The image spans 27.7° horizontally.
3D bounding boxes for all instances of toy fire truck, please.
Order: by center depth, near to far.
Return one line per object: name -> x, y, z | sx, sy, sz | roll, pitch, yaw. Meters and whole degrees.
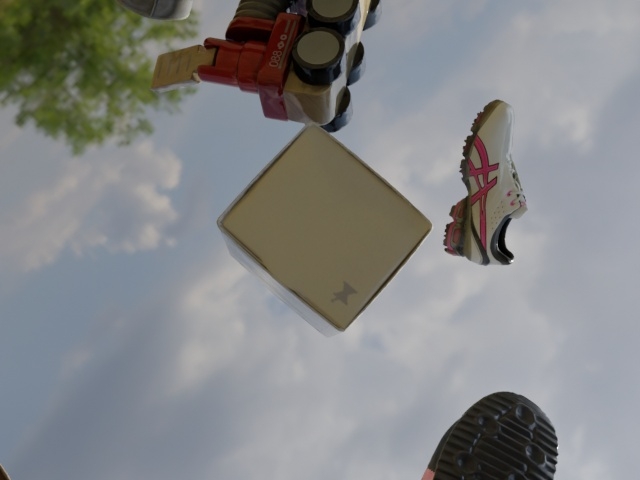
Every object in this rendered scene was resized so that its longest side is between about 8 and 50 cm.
toy fire truck -> -0.070, -0.233, 1.427 | 0.158, 0.246, 0.217 | 80, 23, -61

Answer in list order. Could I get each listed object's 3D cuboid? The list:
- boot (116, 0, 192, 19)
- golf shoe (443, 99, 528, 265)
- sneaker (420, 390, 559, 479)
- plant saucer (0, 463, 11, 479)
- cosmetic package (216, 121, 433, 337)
boot -> -0.129, -0.308, 1.362 | 0.076, 0.190, 0.208 | -63, 177, -45
golf shoe -> 0.195, -0.062, 1.428 | 0.086, 0.186, 0.067 | 18, -157, 25
sneaker -> 0.112, 0.270, 1.168 | 0.319, 0.112, 0.131 | -51, 175, -42
plant saucer -> -0.454, 0.269, 1.296 | 0.310, 0.311, 0.050 | -80, -164, -63
cosmetic package -> 0.000, 0.000, 1.250 | 0.129, 0.153, 0.296 | -48, 179, -5
